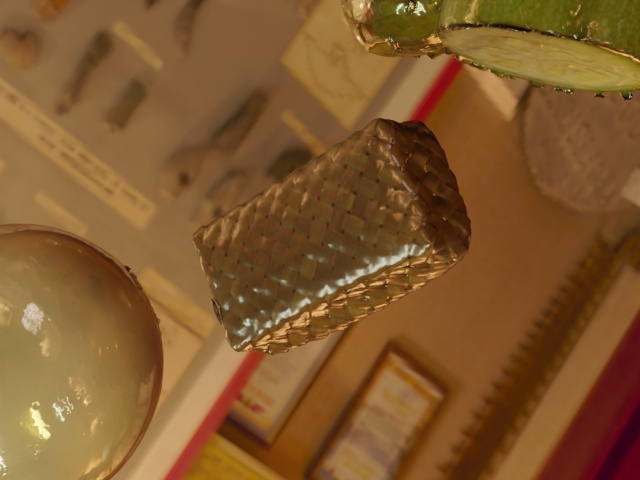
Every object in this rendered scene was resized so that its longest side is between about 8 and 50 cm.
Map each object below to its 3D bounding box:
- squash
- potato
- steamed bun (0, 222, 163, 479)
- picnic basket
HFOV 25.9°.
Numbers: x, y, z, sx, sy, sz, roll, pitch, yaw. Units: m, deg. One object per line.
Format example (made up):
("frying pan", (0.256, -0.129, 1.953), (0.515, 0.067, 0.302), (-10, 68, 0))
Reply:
("squash", (0.204, -0.253, 1.052), (0.189, 0.260, 0.189), (14, 178, 1))
("potato", (0.102, -0.271, 1.484), (0.298, 0.176, 0.141), (-135, 22, -75))
("steamed bun", (-0.334, 0.142, 1.506), (0.324, 0.324, 0.206), (31, -165, 14))
("picnic basket", (0.000, 0.000, 0.897), (0.055, 0.193, 0.110), (0, -115, -52))
